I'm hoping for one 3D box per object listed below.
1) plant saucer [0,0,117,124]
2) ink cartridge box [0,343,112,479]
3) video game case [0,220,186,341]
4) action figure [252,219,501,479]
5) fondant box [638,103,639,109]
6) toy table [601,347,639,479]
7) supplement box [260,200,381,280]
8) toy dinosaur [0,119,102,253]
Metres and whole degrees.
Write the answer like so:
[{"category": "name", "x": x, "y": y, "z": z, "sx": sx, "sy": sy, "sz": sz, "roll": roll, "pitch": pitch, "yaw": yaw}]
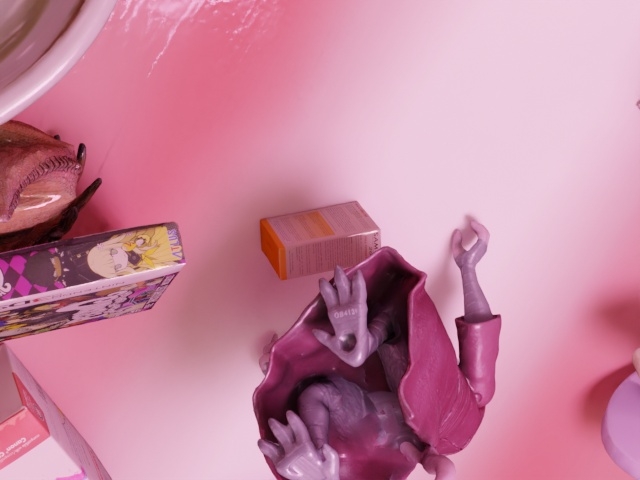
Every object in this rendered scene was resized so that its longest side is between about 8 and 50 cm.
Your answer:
[{"category": "plant saucer", "x": -0.325, "y": -0.250, "z": 1.088, "sx": 0.400, "sy": 0.100, "sz": 0.400, "roll": 0, "pitch": 88, "yaw": -9}, {"category": "ink cartridge box", "x": -0.250, "y": 0.203, "z": 1.410, "sx": 0.067, "sy": 0.115, "sz": 0.198, "roll": -34, "pitch": 123, "yaw": -2}, {"category": "video game case", "x": -0.229, "y": 0.043, "z": 1.280, "sx": 0.210, "sy": 0.232, "sz": 0.041, "roll": -11, "pitch": 82, "yaw": -15}, {"category": "action figure", "x": 0.095, "y": 0.138, "z": 1.416, "sx": 0.248, "sy": 0.275, "sz": 0.370, "roll": -38, "pitch": 157, "yaw": 12}, {"category": "fondant box", "x": 0.463, "y": -0.021, "z": 1.437, "sx": 0.096, "sy": 0.330, "sz": 0.238, "roll": -43, "pitch": 124, "yaw": 8}, {"category": "toy table", "x": 0.431, "y": 0.144, "z": 1.585, "sx": 0.274, "sy": 0.252, "sz": 0.161, "roll": -18, "pitch": 143, "yaw": -18}, {"category": "supplement box", "x": 0.000, "y": 0.000, "z": 1.429, "sx": 0.098, "sy": 0.062, "sz": 0.036, "roll": -11, "pitch": 120, "yaw": -15}, {"category": "toy dinosaur", "x": -0.244, "y": -0.042, "z": 1.220, "sx": 0.200, "sy": 0.296, "sz": 0.127, "roll": 12, "pitch": 81, "yaw": -28}]
